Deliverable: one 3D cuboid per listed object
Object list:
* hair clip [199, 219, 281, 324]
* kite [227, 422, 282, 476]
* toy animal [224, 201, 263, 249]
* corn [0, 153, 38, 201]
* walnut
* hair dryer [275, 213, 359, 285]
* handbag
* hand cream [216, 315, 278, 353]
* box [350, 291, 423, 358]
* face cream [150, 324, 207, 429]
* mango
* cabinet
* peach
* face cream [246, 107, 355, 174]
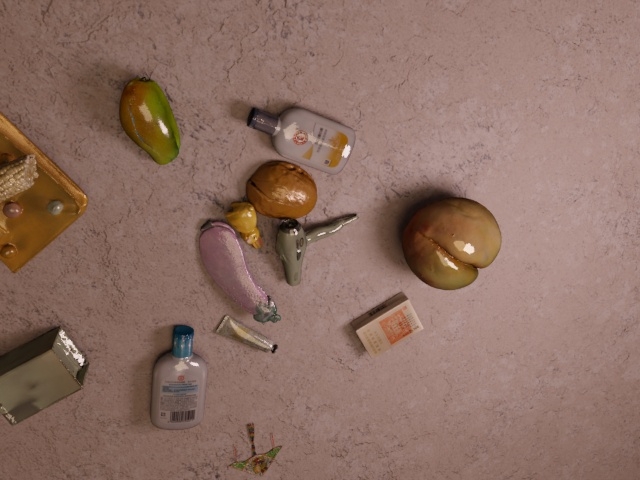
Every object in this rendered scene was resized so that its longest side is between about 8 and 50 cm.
[{"bbox_3d":[-0.239,0.098,1.688,0.358,0.110,0.095,55,50,-24],"label":"hair clip"},{"bbox_3d":[-0.226,0.715,1.993,0.198,0.006,0.244,-14,116,-10],"label":"kite"},{"bbox_3d":[-0.197,-0.031,1.640,0.083,0.070,0.159,-1,130,24],"label":"toy animal"},{"bbox_3d":[-0.718,-0.119,1.300,0.211,0.087,0.087,-19,117,1],"label":"corn"},{"bbox_3d":[-0.096,-0.126,1.620,0.211,0.087,0.167,12,107,-21],"label":"walnut"},{"bbox_3d":[-0.020,0.030,1.721,0.267,0.092,0.229,-6,130,-33],"label":"hair dryer"},{"bbox_3d":[-0.793,-0.126,1.400,0.283,0.133,0.401,-38,118,8],"label":"handbag"},{"bbox_3d":[-0.219,0.294,1.793,0.195,0.042,0.067,29,104,-21],"label":"hand cream"},{"bbox_3d":[0.216,0.276,1.904,0.201,0.058,0.141,-30,118,-3],"label":"box"},{"bbox_3d":[-0.422,0.413,1.761,0.163,0.080,0.336,2,112,-16],"label":"face cream"},{"bbox_3d":[-0.419,-0.284,1.446,0.125,0.111,0.232,-9,128,0],"label":"mango"},{"bbox_3d":[-0.767,0.361,1.596,0.206,0.150,0.145,-28,112,-4],"label":"cabinet"},{"bbox_3d":[0.380,0.005,1.735,0.292,0.247,0.292,1,128,1],"label":"peach"},{"bbox_3d":[-0.053,-0.281,1.574,0.291,0.071,0.143,19,106,-22],"label":"face cream"}]
